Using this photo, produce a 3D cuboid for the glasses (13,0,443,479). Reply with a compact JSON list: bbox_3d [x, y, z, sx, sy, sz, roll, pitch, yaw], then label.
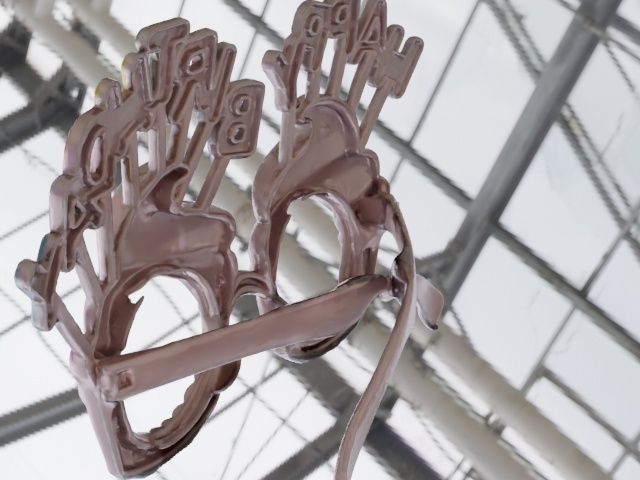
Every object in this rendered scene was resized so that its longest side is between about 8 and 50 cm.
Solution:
[{"bbox_3d":[-0.006,-0.007,0.436,0.095,0.162,0.255,5,-160,28],"label":"glasses"}]
